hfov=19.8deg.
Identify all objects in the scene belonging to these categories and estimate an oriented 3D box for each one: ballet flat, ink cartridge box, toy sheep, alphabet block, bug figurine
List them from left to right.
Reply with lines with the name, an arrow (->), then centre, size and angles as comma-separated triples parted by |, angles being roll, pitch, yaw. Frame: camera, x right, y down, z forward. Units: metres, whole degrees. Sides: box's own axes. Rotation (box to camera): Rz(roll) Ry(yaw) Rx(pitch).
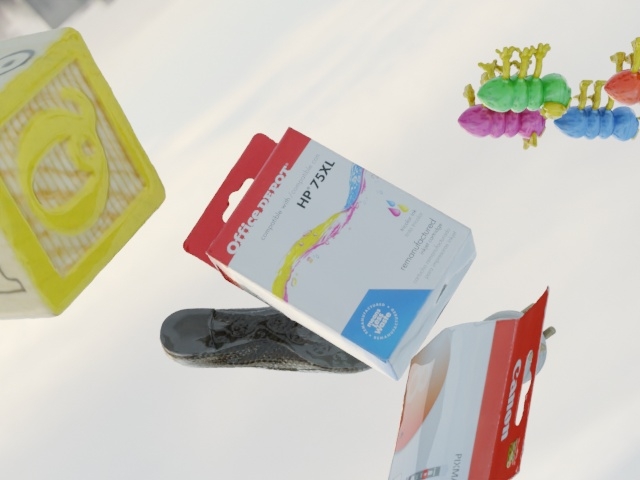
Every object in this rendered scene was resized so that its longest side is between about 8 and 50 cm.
alphabet block -> -0.293, -0.055, 1.634 | 0.197, 0.193, 0.192 | -4, -144, 39
ballet flat -> -0.045, 0.107, 1.924 | 0.249, 0.058, 0.084 | -1, -119, 5
ink cartridge box -> 0.000, 0.000, 1.552 | 0.134, 0.231, 0.078 | -57, 163, -10
ink cartridge box -> 0.098, 0.121, 1.283 | 0.179, 0.045, 0.145 | 123, -17, -60
toy sheep -> 0.203, 0.116, 1.972 | 0.091, 0.091, 0.132 | -35, 178, 23
bug figurine -> 0.245, -0.132, 1.768 | 0.216, 0.072, 0.279 | 0, 173, -6
